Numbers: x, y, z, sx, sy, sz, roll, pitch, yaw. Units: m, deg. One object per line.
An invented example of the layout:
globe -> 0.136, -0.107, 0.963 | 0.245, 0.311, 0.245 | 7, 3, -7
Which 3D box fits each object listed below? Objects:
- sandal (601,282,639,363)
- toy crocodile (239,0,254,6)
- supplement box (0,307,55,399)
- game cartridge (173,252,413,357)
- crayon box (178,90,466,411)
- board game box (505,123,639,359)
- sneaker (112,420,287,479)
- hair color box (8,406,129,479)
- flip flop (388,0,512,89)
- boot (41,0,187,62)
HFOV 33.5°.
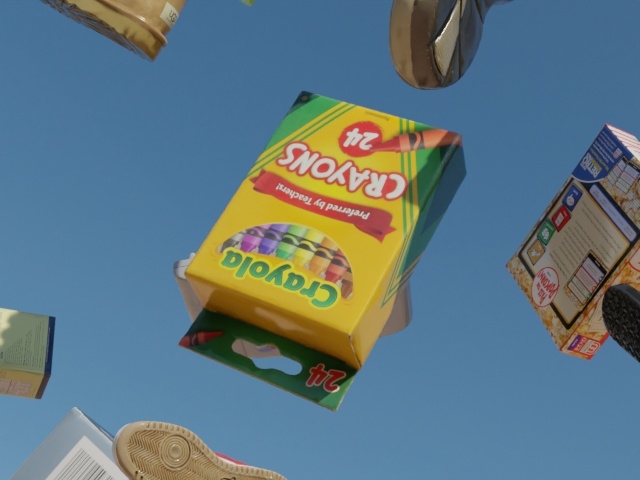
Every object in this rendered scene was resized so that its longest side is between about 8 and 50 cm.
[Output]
sandal -> 0.268, 0.083, 0.774 | 0.040, 0.179, 0.067 | -9, -60, -15
toy crocodile -> -0.207, -0.504, 1.657 | 0.115, 0.105, 0.341 | -37, -87, 8
supplement box -> -0.355, 0.129, 1.225 | 0.083, 0.083, 0.056 | 11, -43, -21
game cartridge -> -0.028, 0.076, 1.405 | 0.297, 0.062, 0.198 | -9, -45, 3
crayon box -> 0.000, 0.000, 1.128 | 0.202, 0.319, 0.081 | 18, -27, 23
board game box -> 0.283, 0.001, 1.086 | 0.045, 0.147, 0.194 | 17, -61, -28
sneaker -> -0.079, 0.134, 0.613 | 0.118, 0.042, 0.067 | 31, -22, -31
hair color box -> -0.161, 0.354, 1.199 | 0.185, 0.114, 0.374 | 28, -18, 43
flip flop -> 0.082, -0.188, 0.721 | 0.080, 0.277, 0.112 | 2, -53, 23
boot -> -0.169, -0.329, 1.012 | 0.236, 0.270, 0.089 | 31, -6, 9
